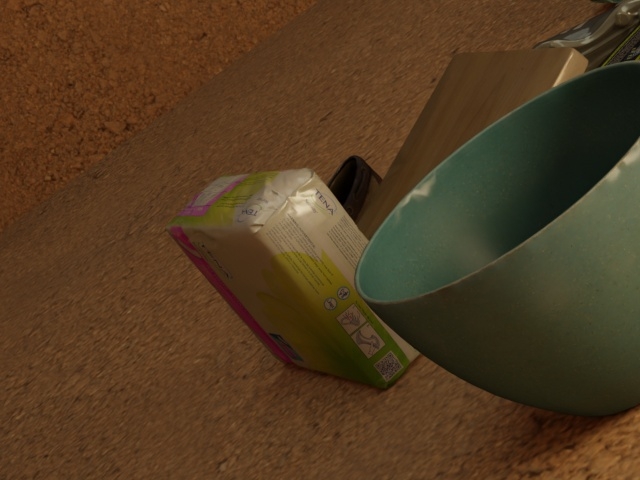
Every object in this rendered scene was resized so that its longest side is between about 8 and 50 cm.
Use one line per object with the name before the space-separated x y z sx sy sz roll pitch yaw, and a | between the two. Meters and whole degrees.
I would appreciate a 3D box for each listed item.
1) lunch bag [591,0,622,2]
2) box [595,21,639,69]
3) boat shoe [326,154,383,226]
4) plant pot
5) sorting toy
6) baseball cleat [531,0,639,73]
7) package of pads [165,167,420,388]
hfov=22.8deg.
lunch bag | 0.448 -0.432 2.073 0.223 0.160 0.262 -48 4 -19
box | 0.395 -0.199 1.703 0.270 0.060 0.216 -45 17 -24
boat shoe | 0.000 0.000 1.956 0.103 0.092 0.285 -22 23 46
plant pot | 0.200 0.024 1.254 0.290 0.195 0.290 -36 15 11
sorting toy | 0.172 -0.070 1.685 0.257 0.089 0.255 -60 22 -7
baseball cleat | 0.341 -0.242 1.961 0.206 0.072 0.109 -23 7 31
package of pads | -0.028 0.032 1.679 0.101 0.229 0.296 -43 17 -17
